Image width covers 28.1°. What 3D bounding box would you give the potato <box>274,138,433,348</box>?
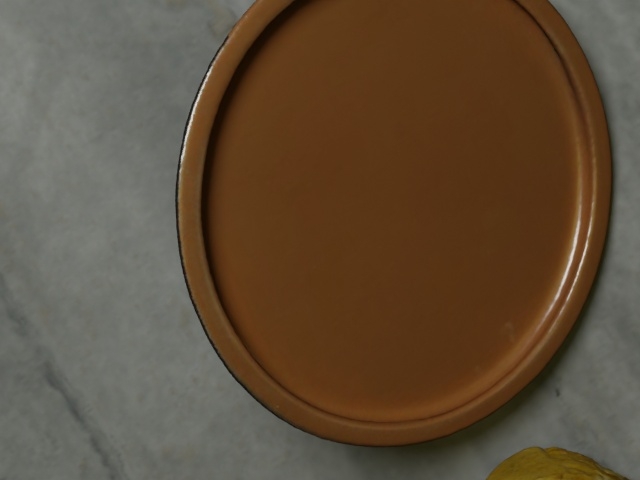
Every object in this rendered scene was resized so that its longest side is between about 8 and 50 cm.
[{"bbox_3d":[0.000,0.000,0.652,0.096,0.066,0.103,6,91,-27],"label":"potato"}]

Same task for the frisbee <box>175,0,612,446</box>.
[{"bbox_3d":[0.043,-0.021,0.626,0.251,0.021,0.250,-4,98,-30],"label":"frisbee"}]

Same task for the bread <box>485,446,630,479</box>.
[{"bbox_3d":[0.142,0.188,0.674,0.149,0.073,0.122,33,95,-5],"label":"bread"}]
